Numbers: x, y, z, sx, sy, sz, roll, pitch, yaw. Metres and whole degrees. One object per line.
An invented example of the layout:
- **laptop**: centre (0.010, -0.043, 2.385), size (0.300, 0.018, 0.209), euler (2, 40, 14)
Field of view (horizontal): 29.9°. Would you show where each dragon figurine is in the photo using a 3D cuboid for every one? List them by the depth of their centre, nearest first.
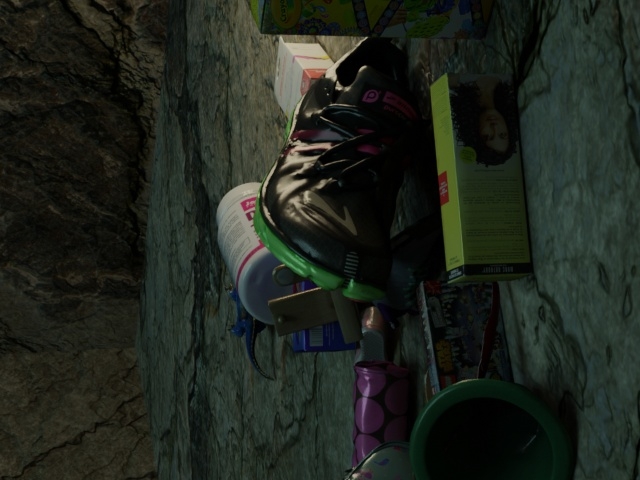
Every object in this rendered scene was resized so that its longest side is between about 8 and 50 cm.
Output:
- **dragon figurine**: centre (-0.135, 0.130, 2.401), size (0.144, 0.085, 0.289), euler (128, 139, -65)

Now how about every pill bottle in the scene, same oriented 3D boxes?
- **pill bottle**: centre (-0.094, 0.014, 2.128), size (0.283, 0.160, 0.160), euler (-121, 34, -58)

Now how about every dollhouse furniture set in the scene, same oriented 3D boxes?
- **dollhouse furniture set**: centre (-0.017, 0.082, 1.637), size (0.151, 0.123, 0.144), euler (-98, -8, -70)

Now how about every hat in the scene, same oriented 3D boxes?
- **hat**: centre (0.207, 0.190, 1.335), size (0.208, 0.173, 0.183), euler (-68, -8, 25)

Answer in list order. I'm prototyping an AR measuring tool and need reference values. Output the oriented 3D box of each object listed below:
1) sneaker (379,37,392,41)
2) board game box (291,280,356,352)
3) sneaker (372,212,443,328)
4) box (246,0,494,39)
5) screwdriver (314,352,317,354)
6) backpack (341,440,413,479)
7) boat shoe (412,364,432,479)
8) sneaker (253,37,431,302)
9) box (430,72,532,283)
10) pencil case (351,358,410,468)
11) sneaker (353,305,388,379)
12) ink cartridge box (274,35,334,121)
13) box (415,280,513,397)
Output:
- **sneaker**: centre (0.094, -0.349, 1.679), size (0.073, 0.063, 0.162), euler (48, 145, 42)
- **board game box**: centre (0.000, 0.000, 1.866), size (0.233, 0.078, 0.347), euler (135, 134, -82)
- **sneaker**: centre (0.125, 0.042, 1.598), size (0.098, 0.083, 0.223), euler (55, 152, 8)
- **box**: centre (0.042, -0.390, 1.440), size (0.290, 0.279, 0.177), euler (-111, 26, -49)
- **screwdriver**: centre (0.004, 0.168, 2.057), size (0.170, 0.024, 0.025), euler (111, 180, -56)
- **backpack**: centre (0.097, 0.335, 1.475), size (0.188, 0.166, 0.144), euler (-42, -29, -49)
- **boat shoe**: centre (0.162, 0.253, 1.392), size (0.307, 0.105, 0.110), euler (-108, 23, -43)
- **sneaker**: centre (0.035, -0.112, 1.541), size (0.202, 0.185, 0.482), euler (-57, 19, 35)
- **box**: centre (0.179, -0.070, 1.346), size (0.058, 0.087, 0.232), euler (150, 116, -71)
- **pencil case**: centre (0.081, 0.271, 1.702), size (0.098, 0.095, 0.209), euler (-68, -18, -80)
- **sneaker**: centre (0.077, 0.153, 1.776), size (0.070, 0.051, 0.134), euler (-85, -3, -46)
- **ink cartridge box**: centre (-0.022, -0.261, 2.027), size (0.198, 0.067, 0.115), euler (-119, 32, -54)
- **box**: centre (0.167, 0.113, 1.386), size (0.027, 0.094, 0.137), euler (126, 139, -65)
